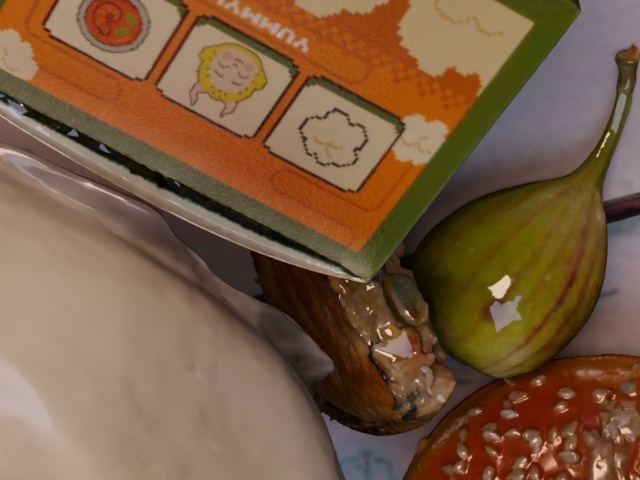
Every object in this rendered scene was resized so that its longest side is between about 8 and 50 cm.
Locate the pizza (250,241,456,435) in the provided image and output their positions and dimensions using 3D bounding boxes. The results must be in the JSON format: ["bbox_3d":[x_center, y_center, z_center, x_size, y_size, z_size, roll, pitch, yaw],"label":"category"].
[{"bbox_3d":[0.000,0.000,0.739,0.052,0.185,0.195,-25,97,-20],"label":"pizza"}]

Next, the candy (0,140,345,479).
[{"bbox_3d":[-0.190,0.071,0.660,0.427,0.186,0.386,21,157,-10],"label":"candy"}]

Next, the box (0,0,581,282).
[{"bbox_3d":[-0.021,-0.117,0.594,0.177,0.195,0.148,26,122,-15],"label":"box"}]

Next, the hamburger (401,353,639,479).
[{"bbox_3d":[0.147,0.163,0.797,0.237,0.147,0.237,3,112,7],"label":"hamburger"}]

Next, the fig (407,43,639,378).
[{"bbox_3d":[0.109,-0.002,0.731,0.093,0.093,0.166,31,122,-17],"label":"fig"}]
